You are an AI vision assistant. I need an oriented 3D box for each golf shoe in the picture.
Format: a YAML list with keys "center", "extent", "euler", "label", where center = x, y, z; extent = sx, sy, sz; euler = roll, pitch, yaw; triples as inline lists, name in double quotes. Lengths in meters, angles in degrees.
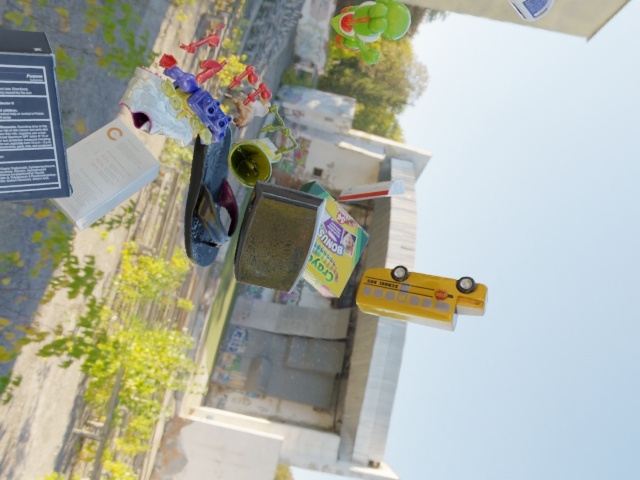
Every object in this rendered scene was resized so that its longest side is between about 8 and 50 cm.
- center: [-0.466, -0.345, 1.300]
  extent: [0.140, 0.115, 0.306]
  euler: [-60, 162, -17]
  label: "golf shoe"

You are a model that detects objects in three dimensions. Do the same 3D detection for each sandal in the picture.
- center: [-0.291, -0.099, 1.272]
  extent: [0.167, 0.107, 0.445]
  euler: [-50, 157, -56]
  label: "sandal"

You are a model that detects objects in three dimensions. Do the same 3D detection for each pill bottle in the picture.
- center: [0.666, -0.807, 1.481]
  extent: [0.112, 0.187, 0.111]
  euler: [-13, -108, 43]
  label: "pill bottle"

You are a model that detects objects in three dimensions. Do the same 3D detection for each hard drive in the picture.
- center: [-0.097, 0.004, 1.021]
  extent: [0.054, 0.172, 0.254]
  euler: [-93, -160, -58]
  label: "hard drive"

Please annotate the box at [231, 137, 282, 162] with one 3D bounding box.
- center: [-0.245, -0.331, 1.727]
  extent: [0.179, 0.105, 0.043]
  euler: [-19, 152, -44]
  label: "box"

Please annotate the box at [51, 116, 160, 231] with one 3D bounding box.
- center: [-0.774, -0.230, 1.607]
  extent: [0.345, 0.215, 0.168]
  euler: [-43, -173, -24]
  label: "box"

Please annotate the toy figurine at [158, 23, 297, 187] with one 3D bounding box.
- center: [-0.243, -0.312, 1.064]
  extent: [0.191, 0.217, 0.362]
  euler: [-48, 136, -9]
  label: "toy figurine"

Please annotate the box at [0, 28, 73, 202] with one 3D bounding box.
- center: [-0.658, -0.237, 0.868]
  extent: [0.182, 0.297, 0.293]
  euler: [49, -43, 41]
  label: "box"

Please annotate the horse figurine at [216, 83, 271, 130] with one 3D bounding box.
- center: [-0.264, -0.504, 1.701]
  extent: [0.263, 0.174, 0.066]
  euler: [-31, 161, -51]
  label: "horse figurine"

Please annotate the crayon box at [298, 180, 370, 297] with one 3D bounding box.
- center: [0.000, 0.000, 1.838]
  extent: [0.106, 0.363, 0.313]
  euler: [-8, -134, 51]
  label: "crayon box"

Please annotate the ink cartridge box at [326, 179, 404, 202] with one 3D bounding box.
- center: [0.152, -0.164, 1.515]
  extent: [0.232, 0.189, 0.066]
  euler: [-4, 90, -59]
  label: "ink cartridge box"

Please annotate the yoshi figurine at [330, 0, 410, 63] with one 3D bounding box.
- center: [0.183, -0.726, 1.551]
  extent: [0.203, 0.203, 0.362]
  euler: [-40, -156, 2]
  label: "yoshi figurine"

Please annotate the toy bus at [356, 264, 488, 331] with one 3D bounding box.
- center: [0.277, 0.158, 1.255]
  extent: [0.130, 0.333, 0.108]
  euler: [-69, 153, -24]
  label: "toy bus"
